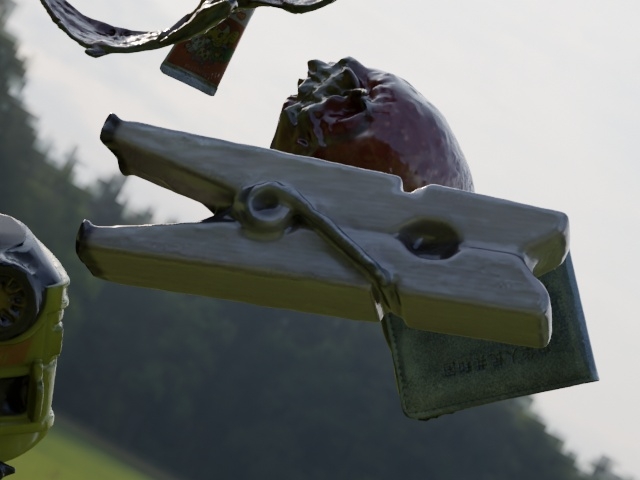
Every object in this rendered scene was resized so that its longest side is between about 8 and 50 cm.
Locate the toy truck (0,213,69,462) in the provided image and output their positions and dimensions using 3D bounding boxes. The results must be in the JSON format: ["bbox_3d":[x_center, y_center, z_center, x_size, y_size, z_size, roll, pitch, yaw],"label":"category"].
[{"bbox_3d":[-0.420,0.101,1.585,0.405,0.254,0.180,-4,20,-21],"label":"toy truck"}]

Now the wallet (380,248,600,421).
[{"bbox_3d":[0.178,0.098,2.046,0.222,0.167,0.036,-12,-7,13],"label":"wallet"}]

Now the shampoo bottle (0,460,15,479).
[{"bbox_3d":[-0.283,0.213,1.517,0.048,0.027,0.137,12,20,6],"label":"shampoo bottle"}]

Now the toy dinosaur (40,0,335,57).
[{"bbox_3d":[-0.089,-0.228,1.537,0.327,0.206,0.113,-4,-69,45],"label":"toy dinosaur"}]

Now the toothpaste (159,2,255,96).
[{"bbox_3d":[-0.117,-0.302,2.418,0.089,0.234,0.057,24,12,-32],"label":"toothpaste"}]

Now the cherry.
[{"bbox_3d":[0.064,-0.069,1.887,0.249,0.175,0.192,36,-3,-29],"label":"cherry"}]

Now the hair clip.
[{"bbox_3d":[0.000,-0.002,1.279,0.330,0.101,0.085,10,-26,15],"label":"hair clip"}]
